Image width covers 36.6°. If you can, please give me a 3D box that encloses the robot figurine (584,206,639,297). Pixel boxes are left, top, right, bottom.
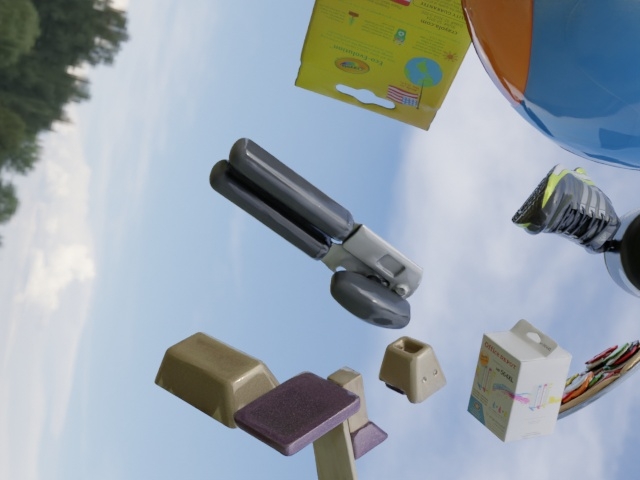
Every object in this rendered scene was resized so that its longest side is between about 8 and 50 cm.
[{"bbox_3d":[0.584,0.018,1.659,0.173,0.209,0.278,-45,176,4],"label":"robot figurine"}]

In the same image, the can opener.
[{"bbox_3d":[0.000,0.000,1.091,0.076,0.283,0.095,-43,-157,29],"label":"can opener"}]

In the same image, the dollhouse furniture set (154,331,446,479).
[{"bbox_3d":[-0.012,0.085,0.446,0.114,0.091,0.081,18,-54,45],"label":"dollhouse furniture set"}]

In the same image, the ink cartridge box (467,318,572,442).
[{"bbox_3d":[0.274,0.189,1.336,0.092,0.090,0.143,38,-54,55],"label":"ink cartridge box"}]

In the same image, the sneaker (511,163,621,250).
[{"bbox_3d":[0.394,-0.044,1.492,0.121,0.300,0.111,44,-63,19],"label":"sneaker"}]

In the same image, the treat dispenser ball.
[{"bbox_3d":[0.243,-0.192,0.679,0.288,0.288,0.288,-167,-90,-69],"label":"treat dispenser ball"}]

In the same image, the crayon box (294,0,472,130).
[{"bbox_3d":[0.094,-0.288,1.205,0.318,0.202,0.081,112,-3,-55],"label":"crayon box"}]

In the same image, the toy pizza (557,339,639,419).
[{"bbox_3d":[0.401,0.198,1.421,0.032,0.201,0.201,55,-35,6],"label":"toy pizza"}]
